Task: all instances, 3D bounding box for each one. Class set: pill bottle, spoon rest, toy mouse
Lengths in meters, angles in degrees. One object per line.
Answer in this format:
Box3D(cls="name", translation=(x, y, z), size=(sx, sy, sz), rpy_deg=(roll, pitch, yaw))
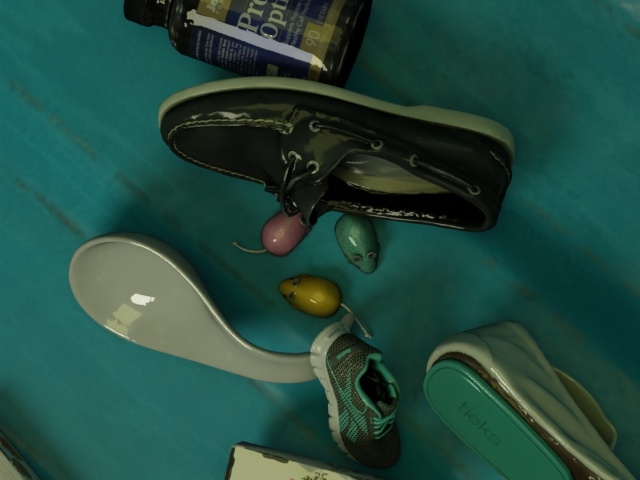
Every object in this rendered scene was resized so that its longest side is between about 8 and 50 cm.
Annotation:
Box3D(cls="pill bottle", translation=(-0.070, -0.219, 1.895), size=(0.219, 0.123, 0.122), rpy_deg=(19, 89, 4))
Box3D(cls="spoon rest", translation=(-0.110, 0.070, 1.890), size=(0.276, 0.137, 0.084), rpy_deg=(17, 45, 2))
Box3D(cls="toy mouse", translation=(0.000, 0.000, 1.923), size=(0.161, 0.031, 0.143), rpy_deg=(21, 89, 5))

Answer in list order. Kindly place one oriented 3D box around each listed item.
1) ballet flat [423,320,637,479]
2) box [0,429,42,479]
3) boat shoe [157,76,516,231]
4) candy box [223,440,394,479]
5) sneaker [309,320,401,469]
Box3D(cls="ballet flat", translation=(0.259, 0.234, 1.848), size=(0.139, 0.139, 0.400), rpy_deg=(-38, 85, 1))
Box3D(cls="box", translation=(-0.253, 0.307, 1.910), size=(0.067, 0.063, 0.324), rpy_deg=(-41, 85, 3))
Box3D(cls="boat shoe", translation=(0.013, -0.066, 1.862), size=(0.340, 0.127, 0.113), rpy_deg=(10, 59, -8))
Box3D(cls="candy box", translation=(-0.024, 0.301, 1.856), size=(0.165, 0.070, 0.196), rpy_deg=(14, 88, 6))
Box3D(cls="sneaker", translation=(0.046, 0.155, 1.859), size=(0.065, 0.076, 0.166), rpy_deg=(-41, 126, -25))
